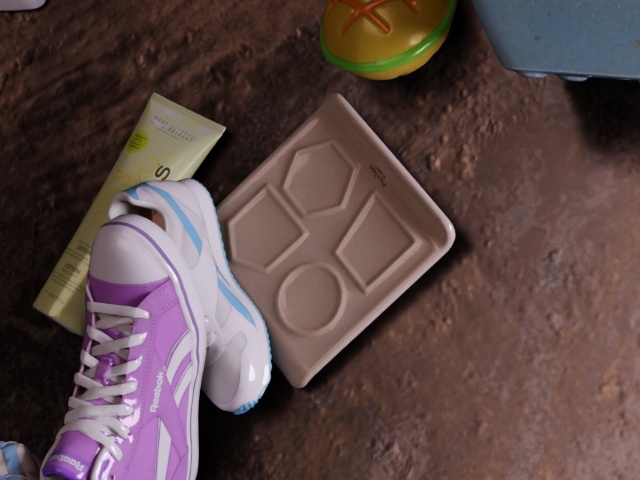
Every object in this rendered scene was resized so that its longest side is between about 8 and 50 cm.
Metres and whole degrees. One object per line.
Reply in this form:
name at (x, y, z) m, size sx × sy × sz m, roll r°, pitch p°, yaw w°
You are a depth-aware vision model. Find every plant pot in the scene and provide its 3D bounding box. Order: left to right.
plant pot at (0.249, -0.253, 1.401) m, size 0.247 × 0.248 × 0.252 m, roll 6°, pitch 96°, yaw 26°

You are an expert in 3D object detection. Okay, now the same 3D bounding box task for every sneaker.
sneaker at (-0.174, 0.128, 1.459) m, size 0.102 × 0.161 × 0.282 m, roll 4°, pitch 109°, yaw 28°
sneaker at (-0.121, 0.053, 1.544) m, size 0.087 × 0.092 × 0.228 m, roll -37°, pitch 70°, yaw 36°

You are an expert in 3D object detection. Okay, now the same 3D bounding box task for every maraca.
maraca at (0.067, -0.218, 1.553) m, size 0.127 × 0.099 × 0.185 m, roll 3°, pitch 51°, yaw 24°

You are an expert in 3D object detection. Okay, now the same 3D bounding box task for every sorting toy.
sorting toy at (0.000, 0.000, 1.556) m, size 0.208 × 0.038 × 0.193 m, roll -46°, pitch 62°, yaw 13°

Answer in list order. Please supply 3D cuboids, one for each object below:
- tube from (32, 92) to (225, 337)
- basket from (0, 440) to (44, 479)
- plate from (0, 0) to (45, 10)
tube at (-0.188, -0.025, 1.638) m, size 0.070 × 0.062 × 0.240 m, roll 33°, pitch 84°, yaw -13°
basket at (-0.352, 0.292, 1.513) m, size 0.289 × 0.255 × 0.201 m, roll -15°, pitch 71°, yaw 9°
plate at (-0.393, -0.379, 1.840) m, size 0.278 × 0.045 × 0.277 m, roll 2°, pitch 76°, yaw 25°
